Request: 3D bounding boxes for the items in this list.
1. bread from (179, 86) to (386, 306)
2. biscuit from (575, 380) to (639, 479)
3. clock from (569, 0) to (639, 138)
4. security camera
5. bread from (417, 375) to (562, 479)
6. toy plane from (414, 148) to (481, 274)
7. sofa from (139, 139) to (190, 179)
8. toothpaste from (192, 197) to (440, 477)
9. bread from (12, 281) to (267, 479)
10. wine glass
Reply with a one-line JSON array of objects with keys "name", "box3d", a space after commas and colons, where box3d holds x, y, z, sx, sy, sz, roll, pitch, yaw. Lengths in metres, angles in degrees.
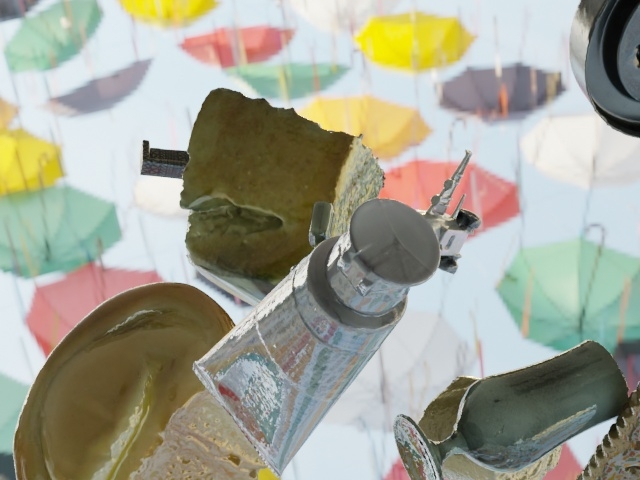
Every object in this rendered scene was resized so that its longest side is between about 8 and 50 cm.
[{"name": "bread", "box3d": [-0.054, -0.022, 1.908, 0.239, 0.395, 0.264, 16, -101, 12]}, {"name": "biscuit", "box3d": [0.398, 0.207, 1.420, 0.217, 0.325, 0.044, 0, -131, -18]}, {"name": "clock", "box3d": [0.469, -0.275, 1.759, 0.312, 0.313, 0.061, -16, -140, -11]}, {"name": "security camera", "box3d": [0.000, 0.000, 1.573, 0.058, 0.058, 0.092, 4, -110, 20]}, {"name": "bread", "box3d": [0.215, 0.249, 1.744, 0.148, 0.134, 0.141, -17, -162, -42]}, {"name": "toy plane", "box3d": [0.166, -0.013, 1.995, 0.101, 0.251, 0.255, 29, -169, 15]}, {"name": "sofa", "box3d": [-0.257, -0.140, 2.381, 0.117, 0.039, 0.060, 6, -135, -14]}, {"name": "toothpaste", "box3d": [-0.010, 0.059, 0.763, 0.057, 0.234, 0.089, -30, -103, -39]}, {"name": "bread", "box3d": [-0.203, 0.203, 1.495, 0.211, 0.270, 0.316, 23, -103, 43]}, {"name": "wine glass", "box3d": [0.198, 0.182, 1.391, 0.231, 0.103, 0.103, -21, -146, -16]}]
